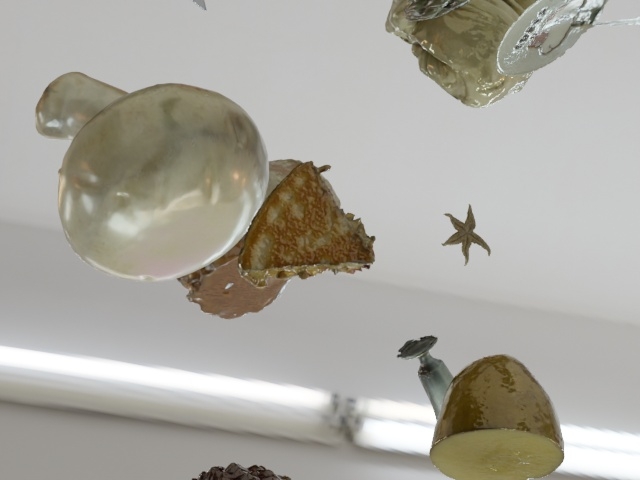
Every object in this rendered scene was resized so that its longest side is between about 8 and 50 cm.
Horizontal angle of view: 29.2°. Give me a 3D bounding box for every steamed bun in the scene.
[{"bbox_3d":[0.261,-0.385,2.120,0.276,0.203,0.289,27,-150,0],"label":"steamed bun"}]

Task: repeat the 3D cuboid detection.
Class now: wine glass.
[{"bbox_3d":[0.180,0.220,1.851,0.072,0.155,0.072,-28,-167,7],"label":"wine glass"}]

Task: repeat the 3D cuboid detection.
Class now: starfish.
[{"bbox_3d":[0.216,-0.010,1.801,0.092,0.086,0.016,35,157,-9],"label":"starfish"}]

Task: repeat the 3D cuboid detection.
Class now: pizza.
[{"bbox_3d":[0.000,0.000,1.573,0.199,0.188,0.062,27,169,36],"label":"pizza"}]

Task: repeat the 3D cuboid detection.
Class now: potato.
[{"bbox_3d":[0.244,0.233,1.689,0.178,0.203,0.158,6,-118,1],"label":"potato"}]

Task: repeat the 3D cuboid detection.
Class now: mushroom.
[{"bbox_3d":[-0.255,-0.090,1.744,0.356,0.315,0.315,19,-162,-8],"label":"mushroom"}]

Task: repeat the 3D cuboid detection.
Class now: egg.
[{"bbox_3d":[-0.071,-0.076,2.587,0.233,0.195,0.195,18,-162,-6],"label":"egg"}]

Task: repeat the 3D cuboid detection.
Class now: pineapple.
[{"bbox_3d":[-0.192,-0.044,2.227,0.223,0.223,0.357,2,-135,-33],"label":"pineapple"}]

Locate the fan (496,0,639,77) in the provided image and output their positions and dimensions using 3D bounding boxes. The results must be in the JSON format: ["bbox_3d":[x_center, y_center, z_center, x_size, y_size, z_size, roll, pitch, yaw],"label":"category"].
[{"bbox_3d":[0.375,-0.310,1.760,0.329,0.191,0.009,-13,-121,-37],"label":"fan"}]

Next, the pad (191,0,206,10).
[{"bbox_3d":[-0.183,-0.423,1.575,0.004,0.243,0.163,-10,-178,5],"label":"pad"}]

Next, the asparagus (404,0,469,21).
[{"bbox_3d":[0.216,-0.398,1.832,0.080,0.080,0.287,-1,162,-38],"label":"asparagus"}]

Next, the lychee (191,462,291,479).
[{"bbox_3d":[-0.068,0.374,1.265,0.271,0.271,0.271,13,-161,-4],"label":"lychee"}]
